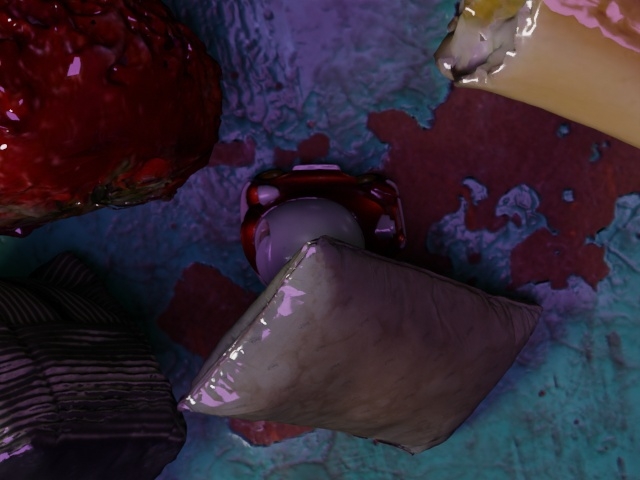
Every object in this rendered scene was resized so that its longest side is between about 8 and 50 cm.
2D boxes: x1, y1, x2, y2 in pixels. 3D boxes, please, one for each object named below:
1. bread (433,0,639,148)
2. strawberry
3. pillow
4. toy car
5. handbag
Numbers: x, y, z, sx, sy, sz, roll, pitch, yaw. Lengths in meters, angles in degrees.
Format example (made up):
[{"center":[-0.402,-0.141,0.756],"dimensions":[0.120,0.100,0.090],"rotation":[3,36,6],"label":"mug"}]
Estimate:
[{"center":[0.312,-0.226,0.982],"dimensions":[0.394,0.250,0.361],"rotation":[20,112,-8],"label":"bread"},{"center":[-0.221,-0.121,1.051],"dimensions":[0.274,0.274,0.220],"rotation":[-16,85,8],"label":"strawberry"},{"center":[0.045,0.095,1.131],"dimensions":[0.302,0.075,0.185],"rotation":[17,118,-44],"label":"pillow"},{"center":[0.000,0.000,1.141],"dimensions":[0.139,0.112,0.112],"rotation":[-9,108,7],"label":"toy car"},{"center":[-0.293,0.157,1.115],"dimensions":[0.341,0.247,0.240],"rotation":[-45,61,21],"label":"handbag"}]
